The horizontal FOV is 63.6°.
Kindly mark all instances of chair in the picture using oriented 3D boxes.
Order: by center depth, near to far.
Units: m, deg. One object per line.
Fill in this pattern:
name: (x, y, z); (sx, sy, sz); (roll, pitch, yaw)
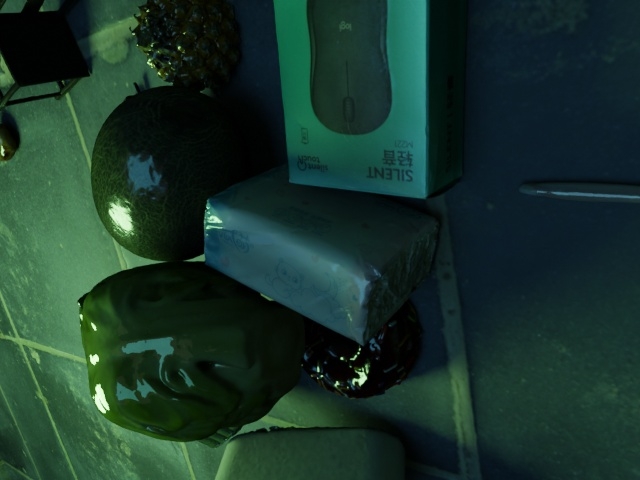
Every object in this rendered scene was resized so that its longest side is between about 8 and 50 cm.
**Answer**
chair: (-0.531, -0.361, 0.968); (0.260, 0.154, 0.142); (-14, 102, 43)

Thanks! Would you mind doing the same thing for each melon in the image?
melon: (-0.230, -0.091, 0.806); (0.237, 0.237, 0.302); (47, 143, 10)

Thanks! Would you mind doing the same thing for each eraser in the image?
eraser: (0.014, 0.442, 0.884); (0.330, 0.150, 0.332); (4, 121, 7)

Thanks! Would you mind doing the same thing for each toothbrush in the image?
toothbrush: (0.360, -0.041, 0.524); (0.306, 0.025, 0.030); (7, 123, 34)

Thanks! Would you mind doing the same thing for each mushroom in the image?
mushroom: (-0.798, -0.256, 1.261); (0.088, 0.073, 0.130); (27, 160, 41)

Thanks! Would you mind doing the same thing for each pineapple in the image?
pineapple: (-0.221, -0.297, 0.768); (0.161, 0.136, 0.176); (-36, 86, 41)

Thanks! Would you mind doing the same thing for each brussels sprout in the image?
brussels sprout: (-0.195, 0.145, 0.757); (0.327, 0.328, 0.247); (9, 110, 34)

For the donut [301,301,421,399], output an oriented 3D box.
donut: (0.041, 0.150, 0.815); (0.234, 0.089, 0.235); (15, 118, 30)

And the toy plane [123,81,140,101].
toy plane: (-0.332, -0.214, 0.960); (0.060, 0.037, 0.145); (-14, 98, 30)

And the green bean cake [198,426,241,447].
green bean cake: (-0.166, 0.273, 0.961); (0.094, 0.185, 0.183); (33, 129, -10)

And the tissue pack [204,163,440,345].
tissue pack: (-0.001, 0.001, 0.700); (0.271, 0.201, 0.124); (24, 128, 27)

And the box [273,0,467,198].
box: (0.059, -0.213, 0.610); (0.205, 0.118, 0.312); (12, 117, 34)
